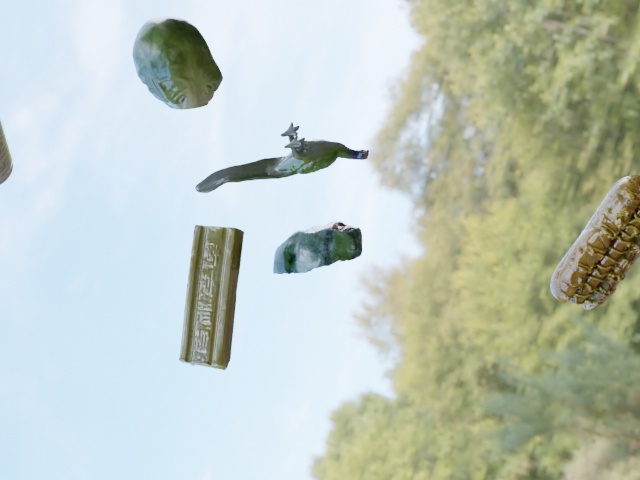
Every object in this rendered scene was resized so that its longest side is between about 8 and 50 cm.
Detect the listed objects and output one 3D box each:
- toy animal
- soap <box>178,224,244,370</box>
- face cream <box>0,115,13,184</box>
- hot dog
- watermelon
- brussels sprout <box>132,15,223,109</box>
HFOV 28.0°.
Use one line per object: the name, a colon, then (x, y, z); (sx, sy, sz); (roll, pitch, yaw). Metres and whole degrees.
toy animal: (-0.050, -0.101, 1.550); (0.075, 0.217, 0.041); (83, 175, -56)
soap: (-0.192, 0.100, 2.266); (0.037, 0.092, 0.252); (15, -100, -58)
face cream: (-0.488, -0.159, 1.810); (0.269, 0.082, 0.082); (106, -172, -68)
hot dog: (0.302, 0.001, 1.326); (0.165, 0.071, 0.045); (-59, 26, 26)
watermelon: (0.000, 0.000, 2.300); (0.139, 0.187, 0.071); (-40, -65, -60)
brussels sprout: (-0.228, -0.275, 1.985); (0.118, 0.155, 0.155); (-19, -42, -21)
